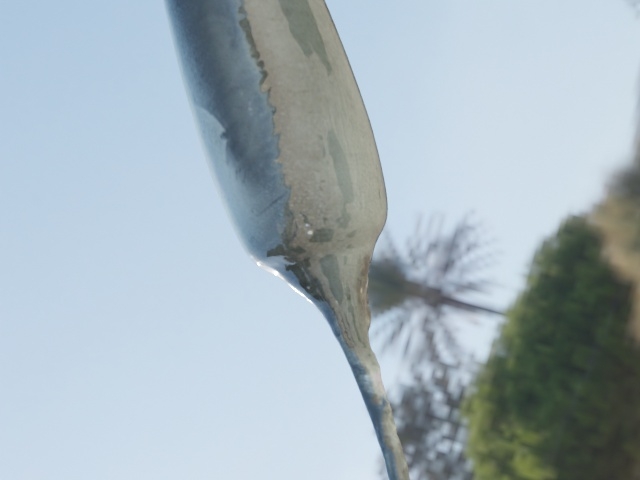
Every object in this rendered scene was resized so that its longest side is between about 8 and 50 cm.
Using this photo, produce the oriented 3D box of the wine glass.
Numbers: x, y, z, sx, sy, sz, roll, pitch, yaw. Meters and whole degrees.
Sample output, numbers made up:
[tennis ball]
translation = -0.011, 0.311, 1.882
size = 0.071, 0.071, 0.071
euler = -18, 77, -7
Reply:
[wine glass]
translation = 0.000, 0.000, 0.628
size = 0.074, 0.074, 0.262
euler = -5, -104, -72
